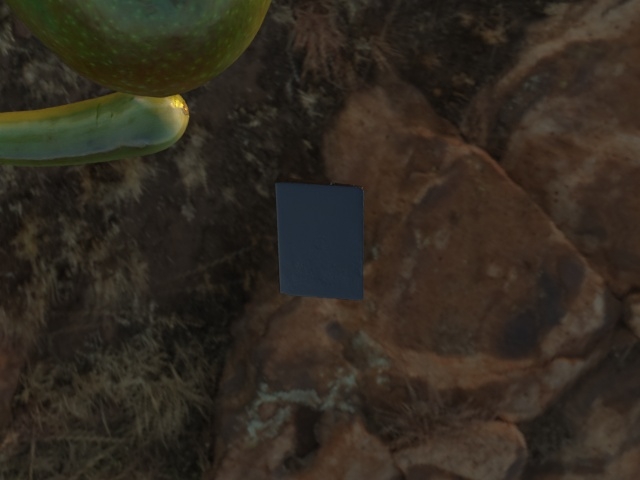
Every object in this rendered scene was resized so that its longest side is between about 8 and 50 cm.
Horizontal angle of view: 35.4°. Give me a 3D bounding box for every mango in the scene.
[{"bbox_3d":[-0.146,-0.256,0.633,0.201,0.225,0.382,-26,133,-9],"label":"mango"}]

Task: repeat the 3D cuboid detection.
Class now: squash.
[{"bbox_3d":[-0.275,-0.132,1.180,0.250,0.083,0.083,-7,114,8],"label":"squash"}]

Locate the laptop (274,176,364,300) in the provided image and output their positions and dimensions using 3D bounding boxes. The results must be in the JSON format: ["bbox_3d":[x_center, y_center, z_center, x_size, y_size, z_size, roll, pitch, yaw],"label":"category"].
[{"bbox_3d":[0.000,0.000,1.492,0.135,0.016,0.197,6,120,10],"label":"laptop"}]
